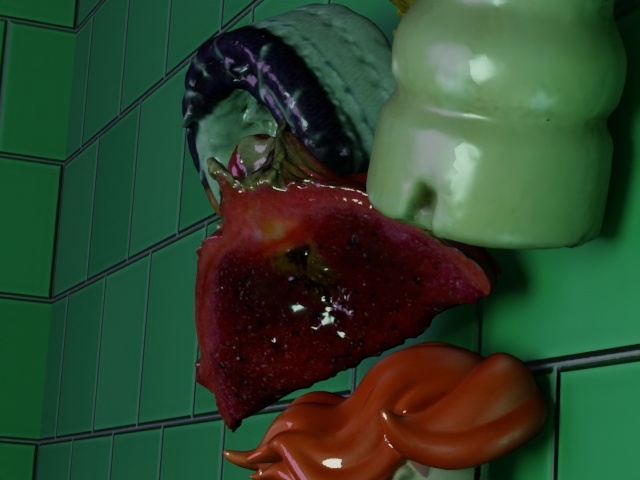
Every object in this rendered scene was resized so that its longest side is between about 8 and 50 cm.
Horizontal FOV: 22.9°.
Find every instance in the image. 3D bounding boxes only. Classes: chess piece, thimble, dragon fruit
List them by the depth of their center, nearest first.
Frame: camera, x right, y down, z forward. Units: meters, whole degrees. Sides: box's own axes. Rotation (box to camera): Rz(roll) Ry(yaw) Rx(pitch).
[{"bbox_3d":[0.143,-0.222,1.057,0.234,0.234,0.442,-140,57,-65],"label":"chess piece"},{"bbox_3d":[0.000,0.000,1.232,0.262,0.211,0.134,-26,16,27],"label":"dragon fruit"},{"bbox_3d":[-0.009,-0.090,1.390,0.237,0.150,0.237,38,142,38],"label":"thimble"}]

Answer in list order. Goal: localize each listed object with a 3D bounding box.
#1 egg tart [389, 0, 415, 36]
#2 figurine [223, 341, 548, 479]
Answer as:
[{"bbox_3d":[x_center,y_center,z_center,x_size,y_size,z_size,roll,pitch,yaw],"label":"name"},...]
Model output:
[{"bbox_3d":[0.107,-0.279,1.291,0.295,0.116,0.295,-171,90,-70],"label":"egg tart"},{"bbox_3d":[0.047,0.196,1.172,0.208,0.181,0.257,14,96,46],"label":"figurine"}]
